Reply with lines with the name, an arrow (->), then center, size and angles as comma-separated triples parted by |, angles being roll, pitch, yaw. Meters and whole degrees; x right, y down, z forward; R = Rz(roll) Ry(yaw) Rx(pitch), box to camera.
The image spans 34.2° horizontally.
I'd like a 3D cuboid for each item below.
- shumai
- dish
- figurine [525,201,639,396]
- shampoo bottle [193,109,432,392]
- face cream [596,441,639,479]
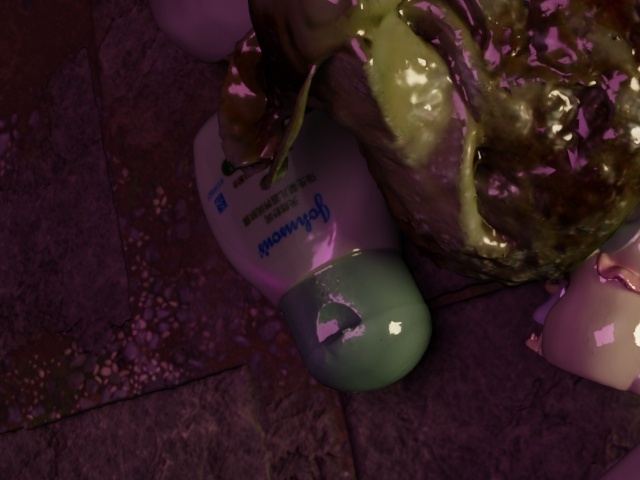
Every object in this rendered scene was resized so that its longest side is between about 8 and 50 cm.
shumai -> 0.092, -0.169, 0.921 | 0.395, 0.348, 0.395 | -16, 70, 55
dish -> -0.131, -0.377, 1.196 | 0.324, 0.124, 0.324 | -30, 52, 47
figurine -> 0.295, 0.017, 0.997 | 0.155, 0.127, 0.236 | 27, 100, 63
shampoo bottle -> 0.000, 0.000, 1.136 | 0.221, 0.151, 0.350 | -31, 70, 17
face cream -> 0.356, 0.172, 0.932 | 0.077, 0.077, 0.250 | 53, 123, 23
